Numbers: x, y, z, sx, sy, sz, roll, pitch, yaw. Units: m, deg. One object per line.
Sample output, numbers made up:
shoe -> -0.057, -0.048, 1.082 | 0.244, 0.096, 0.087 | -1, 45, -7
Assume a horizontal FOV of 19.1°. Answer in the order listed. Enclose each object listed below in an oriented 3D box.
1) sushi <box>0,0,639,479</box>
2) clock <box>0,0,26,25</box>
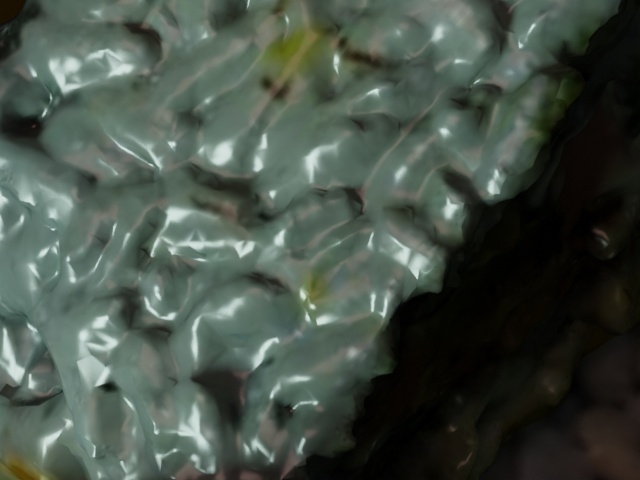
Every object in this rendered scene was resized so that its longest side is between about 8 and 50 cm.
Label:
sushi -> 0.000, 0.000, 0.499 | 0.139, 0.184, 0.274 | 38, 87, 26
clock -> -0.180, -0.128, 0.655 | 0.255, 0.106, 0.220 | 34, 84, 30
